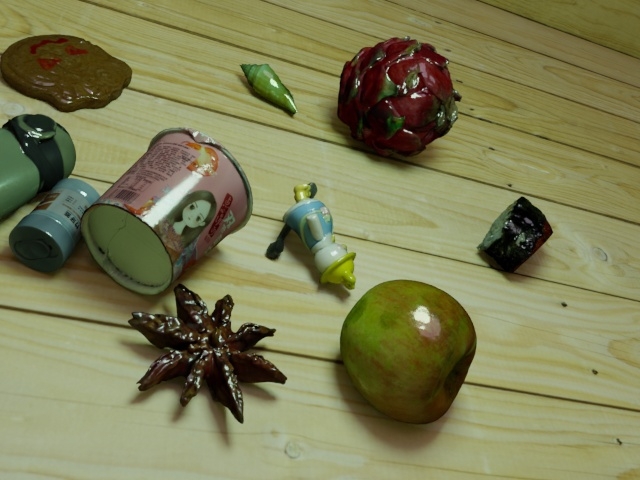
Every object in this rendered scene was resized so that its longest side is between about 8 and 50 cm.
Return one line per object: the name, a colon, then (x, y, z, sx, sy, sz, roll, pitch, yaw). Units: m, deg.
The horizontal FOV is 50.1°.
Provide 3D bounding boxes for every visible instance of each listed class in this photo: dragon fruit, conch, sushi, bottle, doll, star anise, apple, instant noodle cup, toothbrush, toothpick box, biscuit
dragon fruit: (0.198, -0.378, 1.809, 0.329, 0.329, 0.329, 16, 40, -14)
conch: (-0.134, -0.417, 1.843, 0.200, 0.079, 0.095, 42, 25, -8)
sushi: (0.490, -0.018, 1.708, 0.126, 0.136, 0.225, 46, 37, 9)
bottle: (-0.581, -0.114, 1.186, 0.168, 0.169, 0.347, 34, 37, 9)
doll: (0.001, 0.000, 1.422, 0.098, 0.135, 0.241, -20, 70, -40)
star anise: (-0.187, 0.183, 1.143, 0.288, 0.088, 0.288, 15, 43, -14)
apple: (0.154, 0.195, 1.248, 0.226, 0.246, 0.246, 26, 35, 29)
instant noodle cup: (-0.279, -0.047, 1.237, 0.242, 0.243, 0.231, 31, 45, 5)
toothbrush: (-0.057, -0.052, 1.521, 0.030, 0.030, 0.297, 47, 35, -15)
toothpick box: (-0.463, -0.029, 1.208, 0.101, 0.101, 0.153, 23, 38, -5)
biscuit: (-0.587, -0.397, 1.588, 0.257, 0.049, 0.273, 30, 41, 4)
